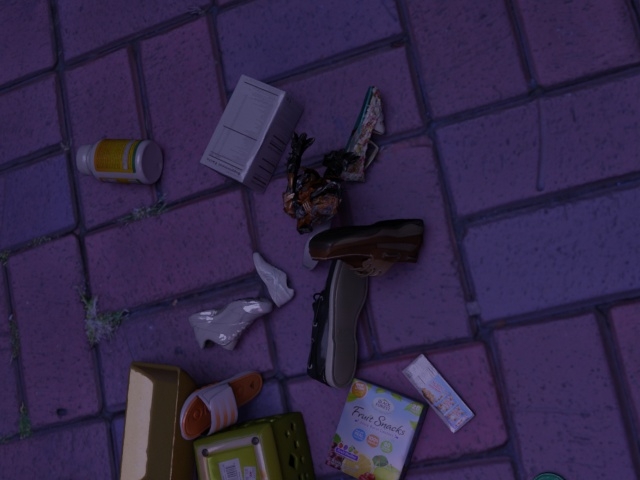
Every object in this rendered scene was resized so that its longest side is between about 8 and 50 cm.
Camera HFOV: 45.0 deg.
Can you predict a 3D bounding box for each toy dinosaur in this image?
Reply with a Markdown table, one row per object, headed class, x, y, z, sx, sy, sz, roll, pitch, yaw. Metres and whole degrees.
| class | x | y | z | sx | sy | sz | roll | pitch | yaw |
| --- | --- | --- | --- | --- | --- | --- | --- | --- | --- |
| toy dinosaur | -0.033 | -0.119 | 1.772 | 0.321 | 0.164 | 0.219 | 7 | 79 | 48 |

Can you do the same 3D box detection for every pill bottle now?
| class | x | y | z | sx | sy | sz | roll | pitch | yaw |
| --- | --- | --- | --- | --- | --- | --- | --- | --- | --- |
| pill bottle | -0.536 | -0.211 | 2.052 | 0.208 | 0.117 | 0.118 | 3 | 82 | 20 |

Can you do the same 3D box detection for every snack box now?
| class | x | y | z | sx | sy | sz | roll | pitch | yaw |
| --- | --- | --- | --- | --- | --- | --- | --- | --- | --- |
| snack box | 0.264 | 0.342 | 1.732 | 0.064 | 0.022 | 0.178 | -43 | 70 | 7 |
| snack box | 0.127 | 0.436 | 1.739 | 0.174 | 0.070 | 0.207 | 17 | 85 | 21 |

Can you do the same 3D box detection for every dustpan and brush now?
| class | x | y | z | sx | sy | sz | roll | pitch | yaw |
| --- | --- | --- | --- | --- | --- | --- | --- | --- | --- |
| dustpan and brush | 0.000 | 0.000 | 1.793 | 0.060 | 0.211 | 0.147 | 18 | 87 | 4 |

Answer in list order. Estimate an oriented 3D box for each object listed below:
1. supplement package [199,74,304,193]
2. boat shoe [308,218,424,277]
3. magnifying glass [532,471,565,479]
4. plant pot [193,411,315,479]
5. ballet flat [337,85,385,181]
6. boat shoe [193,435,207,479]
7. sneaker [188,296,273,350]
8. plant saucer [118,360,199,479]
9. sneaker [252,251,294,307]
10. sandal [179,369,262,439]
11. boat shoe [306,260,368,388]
| class | x | y | z | sx | sy | sz | roll | pitch | yaw |
| --- | --- | --- | --- | --- | --- | --- | --- | --- | --- |
| supplement package | -0.169 | -0.261 | 1.923 | 0.139 | 0.134 | 0.244 | 26 | 90 | 21 |
| boat shoe | 0.116 | 0.024 | 1.696 | 0.122 | 0.323 | 0.120 | 4 | 100 | 48 |
| magnifying glass | 0.483 | 0.604 | 1.612 | 0.092 | 0.026 | 0.231 | -4 | 80 | 18 |
| plant pot | -0.156 | 0.524 | 1.750 | 0.227 | 0.207 | 0.228 | -16 | 77 | 15 |
| ballet flat | 0.110 | -0.250 | 1.865 | 0.077 | 0.091 | 0.241 | 21 | 93 | -9 |
| boat shoe | -0.300 | 0.502 | 1.869 | 0.088 | 0.096 | 0.268 | -2 | 88 | 14 |
| sneaker | -0.209 | 0.208 | 1.894 | 0.232 | 0.090 | 0.115 | -19 | 82 | 25 |
| plant saucer | -0.378 | 0.461 | 1.838 | 0.332 | 0.080 | 0.333 | -9 | 74 | 57 |
| sneaker | -0.116 | 0.089 | 1.897 | 0.061 | 0.054 | 0.152 | -31 | 75 | -4 |
| sandal | -0.208 | 0.368 | 1.767 | 0.076 | 0.265 | 0.102 | 6 | 111 | 39 |
| boat shoe | 0.029 | 0.167 | 1.795 | 0.113 | 0.127 | 0.340 | -2 | 82 | 42 |
